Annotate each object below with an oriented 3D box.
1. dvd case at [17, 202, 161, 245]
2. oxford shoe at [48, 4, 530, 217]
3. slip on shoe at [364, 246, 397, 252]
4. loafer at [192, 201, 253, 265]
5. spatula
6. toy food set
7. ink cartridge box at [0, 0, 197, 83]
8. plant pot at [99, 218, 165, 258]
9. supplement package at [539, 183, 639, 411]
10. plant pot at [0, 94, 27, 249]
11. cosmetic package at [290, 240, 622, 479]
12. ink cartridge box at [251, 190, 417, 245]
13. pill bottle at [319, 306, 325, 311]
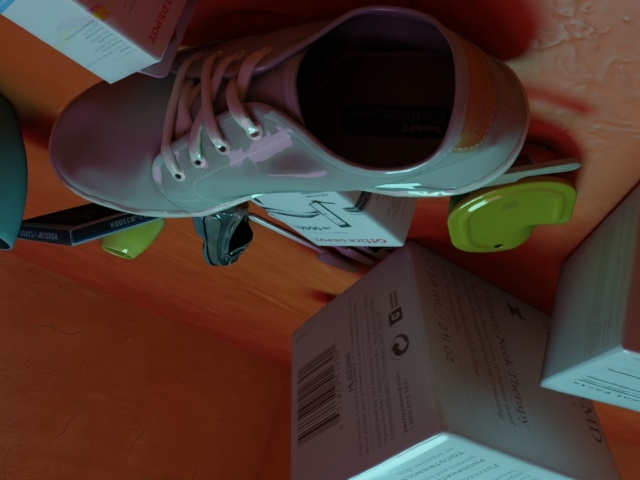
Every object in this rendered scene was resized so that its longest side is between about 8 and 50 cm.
[{"bbox_3d":[-0.353,-0.041,0.983,0.179,0.029,0.239,4,-162,36],"label":"dvd case"},{"bbox_3d":[-0.064,-0.106,0.500,0.449,0.169,0.130,2,175,23],"label":"oxford shoe"},{"bbox_3d":[0.079,-0.002,0.905,0.051,0.041,0.135,28,159,-30],"label":"slip on shoe"},{"bbox_3d":[-0.155,-0.009,1.024,0.084,0.096,0.267,16,161,6],"label":"loafer"},{"bbox_3d":[0.000,0.000,1.030,0.242,0.019,0.168,25,162,-24],"label":"spatula"},{"bbox_3d":[0.189,-0.056,0.614,0.128,0.071,0.218,-12,158,11],"label":"toy food set"},{"bbox_3d":[-0.175,-0.196,0.465,0.090,0.092,0.143,-1,155,46],"label":"ink cartridge box"},{"bbox_3d":[-0.402,-0.017,1.234,0.134,0.095,0.134,15,163,5],"label":"plant pot"},{"bbox_3d":[0.378,0.085,0.658,0.175,0.177,0.293,14,163,10],"label":"supplement package"},{"bbox_3d":[-0.546,-0.132,0.846,0.290,0.195,0.290,15,163,5],"label":"plant pot"},{"bbox_3d":[0.197,0.273,0.985,0.394,0.329,0.327,26,129,-28],"label":"cosmetic package"},{"bbox_3d":[-0.001,-0.069,0.702,0.148,0.085,0.203,1,155,43],"label":"ink cartridge box"},{"bbox_3d":[0.140,0.263,1.436,0.323,0.181,0.181,17,163,4],"label":"pill bottle"}]
